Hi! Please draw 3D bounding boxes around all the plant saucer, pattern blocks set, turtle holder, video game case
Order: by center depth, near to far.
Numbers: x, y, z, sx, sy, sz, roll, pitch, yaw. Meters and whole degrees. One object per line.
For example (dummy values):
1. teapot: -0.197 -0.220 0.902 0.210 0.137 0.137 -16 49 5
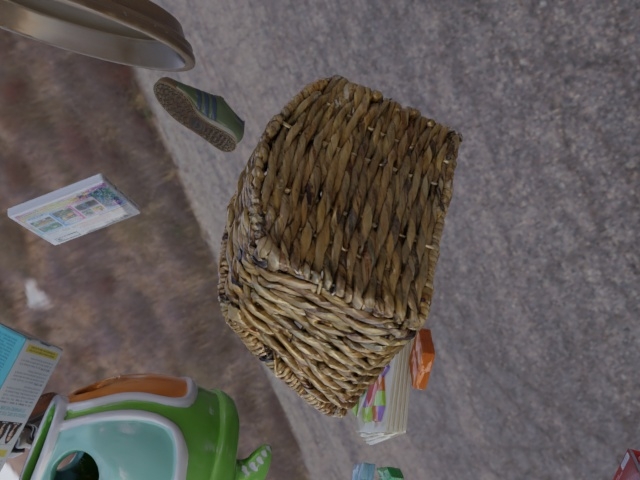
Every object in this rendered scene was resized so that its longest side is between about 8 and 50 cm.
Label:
1. plant saucer: -0.260 -0.233 0.828 0.278 0.278 0.041 -164 89 -71
2. turtle holder: -0.223 0.299 0.911 0.228 0.320 0.243 23 -167 -21
3. pattern blocks set: 0.087 0.175 1.089 0.285 0.026 0.324 120 159 -57
4. video game case: -0.383 -0.046 1.280 0.143 0.157 0.019 59 -168 -69

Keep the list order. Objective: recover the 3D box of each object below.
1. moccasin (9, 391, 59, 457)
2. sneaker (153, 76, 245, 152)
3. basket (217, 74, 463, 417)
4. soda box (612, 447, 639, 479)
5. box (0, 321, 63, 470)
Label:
1. moccasin: -0.700 0.378 1.608 0.139 0.380 0.147 78 169 -59
2. sneaker: -0.225 -0.254 1.562 0.192 0.086 0.064 39 133 -11
3. basket: 0.000 0.000 0.880 0.223 0.214 0.299 120 171 -49
4. soda box: 0.493 0.468 1.297 0.083 0.092 0.263 -80 6 -67
5. box: -0.403 0.220 0.955 0.060 0.244 0.100 23 168 14
